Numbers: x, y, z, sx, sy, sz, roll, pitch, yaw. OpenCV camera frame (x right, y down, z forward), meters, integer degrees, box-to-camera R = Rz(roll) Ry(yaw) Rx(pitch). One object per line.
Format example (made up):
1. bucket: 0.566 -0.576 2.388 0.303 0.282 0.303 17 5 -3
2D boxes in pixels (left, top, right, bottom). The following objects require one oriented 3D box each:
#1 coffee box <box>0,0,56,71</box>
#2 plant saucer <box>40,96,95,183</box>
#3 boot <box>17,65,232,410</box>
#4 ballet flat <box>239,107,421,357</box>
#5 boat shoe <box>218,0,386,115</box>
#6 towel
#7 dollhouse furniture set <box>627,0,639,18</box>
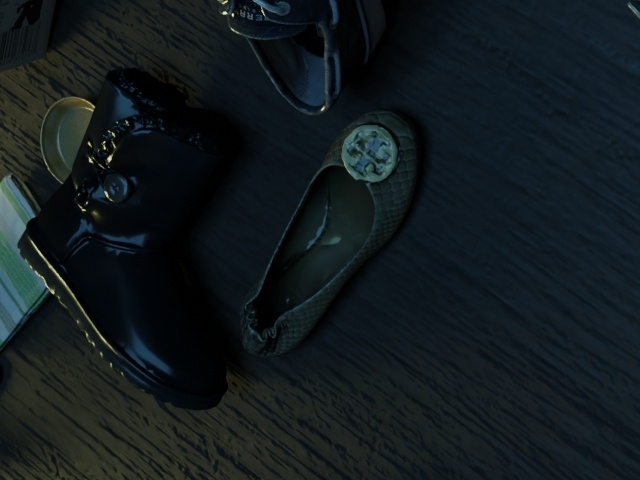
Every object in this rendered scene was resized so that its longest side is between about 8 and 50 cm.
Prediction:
1. coffee box: -0.308 -0.310 1.545 0.168 0.119 0.297 31 124 24
2. plant saucer: -0.216 -0.088 1.614 0.083 0.015 0.083 6 101 32
3. boot: -0.134 -0.004 1.526 0.246 0.094 0.207 45 119 19
4. ballet flat: 0.000 0.000 1.459 0.084 0.058 0.250 44 119 19
5. boat shoe: -0.032 -0.195 1.306 0.108 0.301 0.102 19 69 21
6. towel: -0.298 0.025 1.689 0.152 0.023 0.113 -47 70 33
7. dollhouse furniture set: 0.241 -0.198 1.263 0.152 0.058 0.076 51 121 16
